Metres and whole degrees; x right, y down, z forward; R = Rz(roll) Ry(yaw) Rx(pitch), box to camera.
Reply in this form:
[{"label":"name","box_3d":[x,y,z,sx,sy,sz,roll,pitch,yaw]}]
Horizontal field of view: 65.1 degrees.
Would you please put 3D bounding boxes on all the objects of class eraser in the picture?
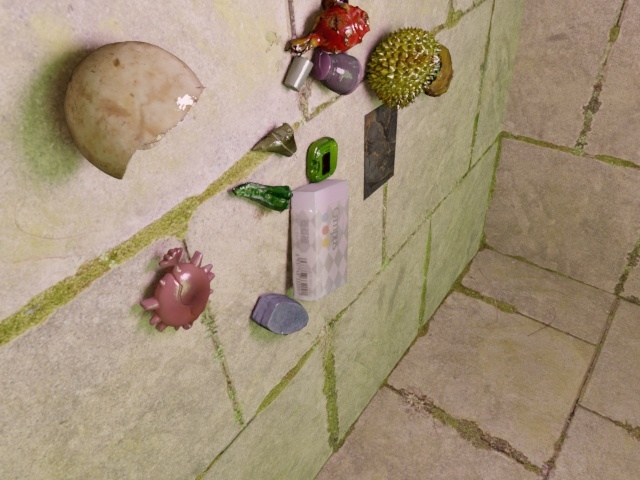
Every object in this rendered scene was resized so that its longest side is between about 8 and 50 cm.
[{"label":"eraser","box_3d":[0.000,0.000,1.704,0.213,0.082,0.397,-26,125,-42]}]

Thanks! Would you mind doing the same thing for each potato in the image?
[{"label":"potato","box_3d":[0.430,-0.674,1.936,0.298,0.141,0.176,39,67,-60]}]

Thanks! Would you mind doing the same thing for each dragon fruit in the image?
[{"label":"dragon fruit","box_3d":[0.017,-0.555,1.349,0.246,0.125,0.125,-33,106,-15]}]

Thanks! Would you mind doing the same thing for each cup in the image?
[{"label":"cup","box_3d":[-0.065,-0.456,1.377,0.054,0.075,0.083,25,92,-24]}]

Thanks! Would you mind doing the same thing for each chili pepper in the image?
[{"label":"chili pepper","box_3d":[-0.170,-0.127,1.418,0.227,0.059,0.088,3,112,-57]}]

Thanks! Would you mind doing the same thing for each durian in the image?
[{"label":"durian","box_3d":[0.273,-0.578,1.683,0.291,0.224,0.291,-58,-174,11]}]

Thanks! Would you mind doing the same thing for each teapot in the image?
[{"label":"teapot","box_3d":[0.046,-0.506,1.453,0.146,0.116,0.148,0,115,-46]}]

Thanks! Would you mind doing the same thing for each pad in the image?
[{"label":"pad","box_3d":[0.238,-0.363,1.975,0.247,0.007,0.368,-41,141,-39]}]

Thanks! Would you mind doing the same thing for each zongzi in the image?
[{"label":"zongzi","box_3d":[-0.128,-0.252,1.426,0.130,0.062,0.154,-37,160,-10]}]

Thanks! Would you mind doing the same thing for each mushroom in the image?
[{"label":"mushroom","box_3d":[-0.358,-0.256,0.921,0.254,0.195,0.189,-49,114,-18]}]

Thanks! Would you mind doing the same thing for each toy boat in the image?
[{"label":"toy boat","box_3d":[-0.128,0.256,1.734,0.283,0.078,0.127,27,83,-60]}]

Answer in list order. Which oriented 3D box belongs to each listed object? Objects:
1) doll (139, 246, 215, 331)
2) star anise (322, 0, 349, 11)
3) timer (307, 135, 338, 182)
[{"label":"doll","box_3d":[-0.350,0.129,1.262,0.211,0.093,0.262,-41,142,-33]},{"label":"star anise","box_3d":[0.051,-0.699,1.376,0.168,0.057,0.168,-43,148,-35]},{"label":"timer","box_3d":[0.008,-0.260,1.623,0.128,0.047,0.140,-35,138,-43]}]
